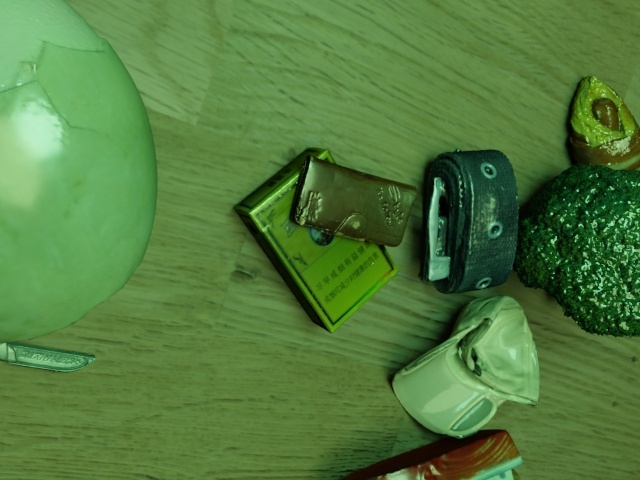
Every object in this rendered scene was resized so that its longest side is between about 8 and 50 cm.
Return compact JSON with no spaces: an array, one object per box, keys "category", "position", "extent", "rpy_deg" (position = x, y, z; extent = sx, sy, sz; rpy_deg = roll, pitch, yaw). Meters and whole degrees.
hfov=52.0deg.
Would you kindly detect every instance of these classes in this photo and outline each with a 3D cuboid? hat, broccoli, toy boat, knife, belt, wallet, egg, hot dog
[{"category":"hat","position":[0.232,0.197,1.070],"extent":[0.226,0.164,0.219],"rpy_deg":[-19,120,19]},{"category":"broccoli","position":[0.442,0.032,1.037],"extent":[0.297,0.297,0.297],"rpy_deg":[-30,148,-19]},{"category":"toy boat","position":[0.160,0.401,1.019],"extent":[0.332,0.145,0.133],"rpy_deg":[-10,79,-25]},{"category":"knife","position":[-0.369,0.129,0.764],"extent":[0.210,0.015,0.028],"rpy_deg":[18,86,-30]},{"category":"belt","position":[0.210,-0.025,0.978],"extent":[0.128,0.122,0.218],"rpy_deg":[-5,104,-24]},{"category":"wallet","position":[0.048,-0.048,0.872],"extent":[0.176,0.026,0.095],"rpy_deg":[13,95,-31]},{"category":"egg","position":[-0.296,-0.089,0.601],"extent":[0.278,0.278,0.336],"rpy_deg":[-20,114,-23]},{"category":"hot dog","position":[0.494,-0.154,1.117],"extent":[0.123,0.093,0.261],"rpy_deg":[-33,115,-17]}]

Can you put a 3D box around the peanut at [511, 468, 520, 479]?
[{"category":"peanut","position":[0.275,0.488,1.130],"extent":[0.226,0.095,0.108],"rpy_deg":[-65,150,-10]}]

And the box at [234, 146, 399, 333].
[{"category":"box","position":[0.000,0.000,0.905],"extent":[0.141,0.064,0.220],"rpy_deg":[-40,115,-16]}]
